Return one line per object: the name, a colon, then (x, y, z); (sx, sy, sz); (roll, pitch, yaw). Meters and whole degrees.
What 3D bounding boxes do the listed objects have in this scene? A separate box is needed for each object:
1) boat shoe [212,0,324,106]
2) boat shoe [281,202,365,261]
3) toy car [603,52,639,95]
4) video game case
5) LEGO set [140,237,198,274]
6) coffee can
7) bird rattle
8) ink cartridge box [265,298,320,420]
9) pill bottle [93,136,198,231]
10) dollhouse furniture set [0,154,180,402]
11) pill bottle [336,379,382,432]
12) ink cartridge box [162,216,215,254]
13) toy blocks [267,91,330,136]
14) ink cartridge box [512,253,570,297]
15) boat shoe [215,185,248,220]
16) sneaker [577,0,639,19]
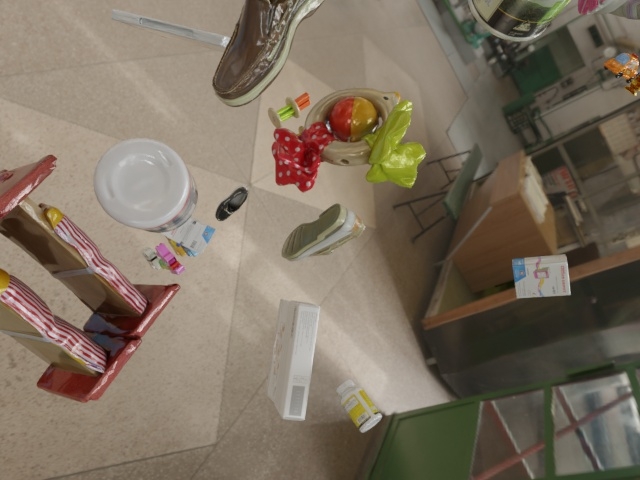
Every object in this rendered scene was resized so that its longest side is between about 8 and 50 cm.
boat shoe: (-0.082, -0.314, 0.689); (0.257, 0.095, 0.095); (-60, 153, -6)
boat shoe: (0.000, 0.000, 1.405); (0.103, 0.302, 0.113); (27, 57, -27)
toy car: (0.496, -0.261, 0.774); (0.060, 0.040, 0.122); (19, 37, -15)
video game case: (-0.295, -0.467, 1.132); (0.204, 0.285, 0.025); (-29, 136, -69)
LEGO set: (-0.342, 0.008, 1.098); (0.087, 0.227, 0.093); (-41, 110, -25)
coffee can: (0.442, -0.562, 0.966); (0.202, 0.275, 0.201); (2, 76, -9)
bird rattle: (0.044, -0.171, 0.820); (0.143, 0.254, 0.206); (63, 33, -49)
ink cartridge box: (-0.081, 0.316, 1.378); (0.066, 0.261, 0.296); (10, 84, -14)
pill bottle: (-0.220, -0.065, 0.653); (0.107, 0.108, 0.180); (63, -9, -3)
dollhouse furniture set: (-0.380, 0.045, 0.568); (0.201, 0.374, 0.152); (58, 44, -36)
pill bottle: (0.091, 0.400, 1.199); (0.065, 0.065, 0.116); (10, 35, -54)
ink cartridge box: (-0.230, -0.017, 0.847); (0.083, 0.048, 0.028); (29, 6, -11)
toy blocks: (-0.032, -0.283, 1.137); (0.148, 0.054, 0.123); (-34, 116, -17)
ink cartridge box: (0.538, 0.088, 1.200); (0.052, 0.123, 0.088); (-44, 124, -63)
boat shoe: (-0.243, -0.095, 1.349); (0.046, 0.125, 0.038); (38, 16, -34)
sneaker: (0.394, -0.315, 0.504); (0.111, 0.252, 0.102); (9, 85, -11)
